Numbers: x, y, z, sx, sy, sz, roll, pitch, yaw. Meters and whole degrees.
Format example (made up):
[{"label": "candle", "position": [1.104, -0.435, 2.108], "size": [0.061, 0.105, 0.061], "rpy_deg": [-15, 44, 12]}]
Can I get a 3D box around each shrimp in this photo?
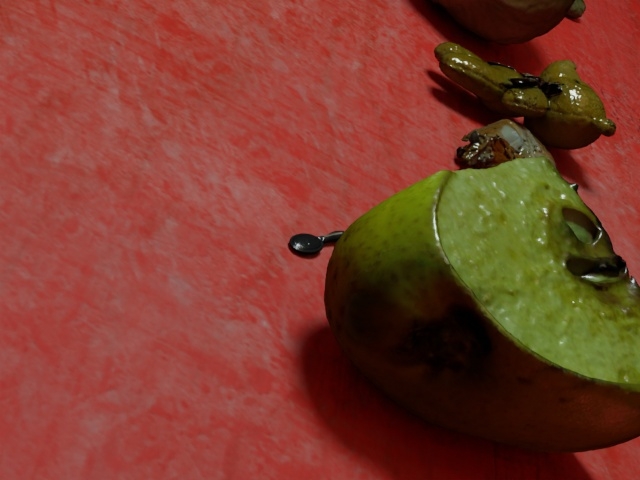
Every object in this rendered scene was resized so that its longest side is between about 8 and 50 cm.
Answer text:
[{"label": "shrimp", "position": [0.196, -0.094, 1.764], "size": [0.184, 0.043, 0.091], "rpy_deg": [-4, 49, -54]}]

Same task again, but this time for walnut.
[{"label": "walnut", "position": [0.220, -0.348, 2.040], "size": [0.228, 0.228, 0.228], "rpy_deg": [28, 27, -16]}]

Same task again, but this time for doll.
[{"label": "doll", "position": [0.226, -0.173, 1.862], "size": [0.210, 0.097, 0.137], "rpy_deg": [26, 3, -17]}]

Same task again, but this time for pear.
[{"label": "pear", "position": [0.129, 0.074, 1.280], "size": [0.255, 0.164, 0.238], "rpy_deg": [-10, 61, -49]}]

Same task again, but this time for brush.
[{"label": "brush", "position": [0.000, 0.000, 1.407], "size": [0.024, 0.008, 0.083], "rpy_deg": [42, 27, 21]}]

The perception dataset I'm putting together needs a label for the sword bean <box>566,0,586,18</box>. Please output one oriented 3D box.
[{"label": "sword bean", "position": [0.271, -0.353, 2.296], "size": [0.269, 0.038, 0.043], "rpy_deg": [13, 29, -41]}]
